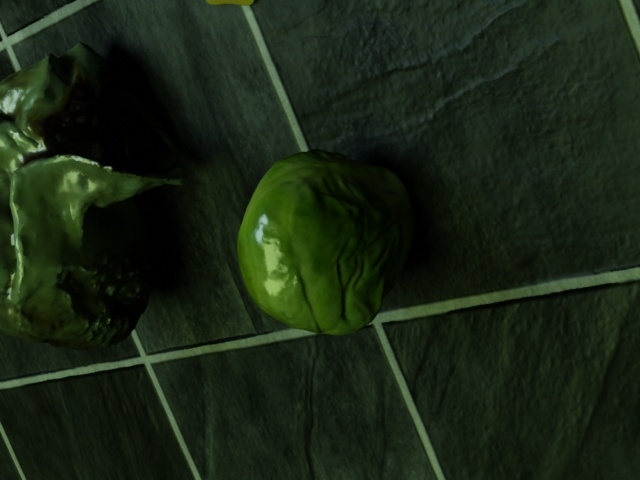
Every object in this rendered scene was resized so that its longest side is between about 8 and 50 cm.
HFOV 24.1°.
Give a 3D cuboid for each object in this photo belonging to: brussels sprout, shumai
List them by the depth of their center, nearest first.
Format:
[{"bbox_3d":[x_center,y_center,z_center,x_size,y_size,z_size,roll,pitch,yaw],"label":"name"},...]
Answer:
[{"bbox_3d":[0.000,0.000,1.675,0.161,0.223,0.223,-11,104,43],"label":"brussels sprout"},{"bbox_3d":[-0.357,-0.083,1.954,0.395,0.395,0.348,39,110,23],"label":"shumai"}]

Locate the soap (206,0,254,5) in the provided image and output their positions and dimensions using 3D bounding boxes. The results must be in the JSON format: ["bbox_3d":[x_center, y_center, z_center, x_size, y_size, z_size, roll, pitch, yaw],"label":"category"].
[{"bbox_3d":[-0.110,-0.294,1.772,0.089,0.012,0.034,8,117,42],"label":"soap"}]
